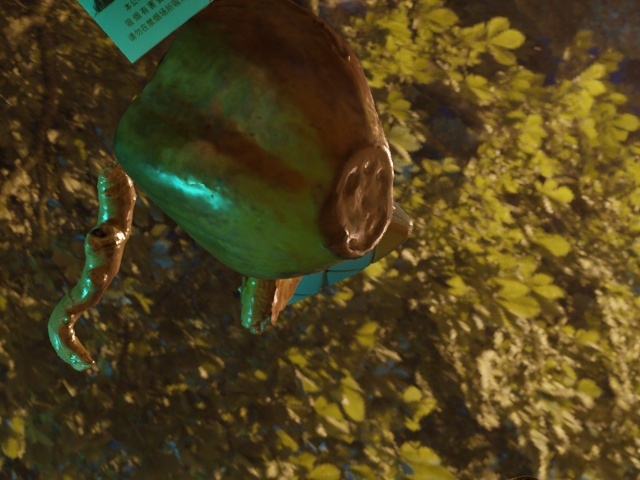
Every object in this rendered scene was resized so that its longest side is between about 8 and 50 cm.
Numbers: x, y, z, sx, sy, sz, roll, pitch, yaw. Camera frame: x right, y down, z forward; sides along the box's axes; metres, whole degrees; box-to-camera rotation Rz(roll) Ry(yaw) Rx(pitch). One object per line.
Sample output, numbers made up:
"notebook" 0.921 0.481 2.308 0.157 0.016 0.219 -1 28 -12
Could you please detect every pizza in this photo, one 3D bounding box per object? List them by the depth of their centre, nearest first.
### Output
"pizza" -0.038 0.003 0.942 0.195 0.052 0.185 30 -104 -80

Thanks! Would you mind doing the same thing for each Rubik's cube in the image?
"Rubik's cube" 0.000 0.000 1.276 0.254 0.254 0.254 -13 -64 -29

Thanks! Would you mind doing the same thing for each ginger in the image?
"ginger" -0.288 0.035 1.199 0.075 0.089 0.288 20 -79 -2

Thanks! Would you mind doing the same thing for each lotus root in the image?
"lotus root" -0.018 -0.067 0.698 0.199 0.180 0.188 -57 -40 -6

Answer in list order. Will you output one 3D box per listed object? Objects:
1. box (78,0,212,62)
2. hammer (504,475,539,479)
"box" -0.276 -0.378 1.283 0.162 0.041 0.229 -30 -68 26
"hammer" 0.118 0.422 1.102 0.242 0.095 0.409 10 -54 -45
